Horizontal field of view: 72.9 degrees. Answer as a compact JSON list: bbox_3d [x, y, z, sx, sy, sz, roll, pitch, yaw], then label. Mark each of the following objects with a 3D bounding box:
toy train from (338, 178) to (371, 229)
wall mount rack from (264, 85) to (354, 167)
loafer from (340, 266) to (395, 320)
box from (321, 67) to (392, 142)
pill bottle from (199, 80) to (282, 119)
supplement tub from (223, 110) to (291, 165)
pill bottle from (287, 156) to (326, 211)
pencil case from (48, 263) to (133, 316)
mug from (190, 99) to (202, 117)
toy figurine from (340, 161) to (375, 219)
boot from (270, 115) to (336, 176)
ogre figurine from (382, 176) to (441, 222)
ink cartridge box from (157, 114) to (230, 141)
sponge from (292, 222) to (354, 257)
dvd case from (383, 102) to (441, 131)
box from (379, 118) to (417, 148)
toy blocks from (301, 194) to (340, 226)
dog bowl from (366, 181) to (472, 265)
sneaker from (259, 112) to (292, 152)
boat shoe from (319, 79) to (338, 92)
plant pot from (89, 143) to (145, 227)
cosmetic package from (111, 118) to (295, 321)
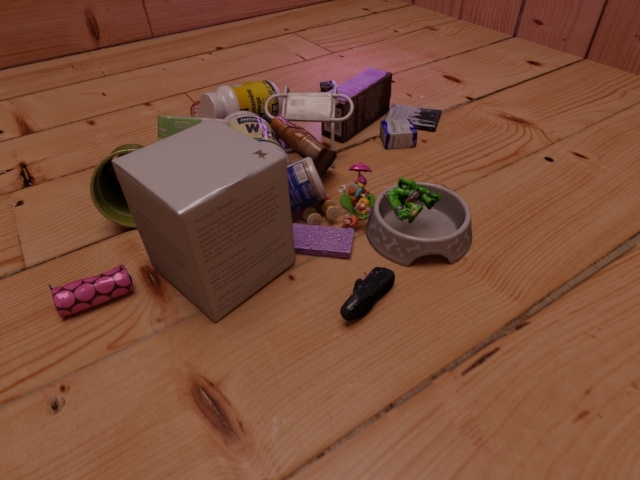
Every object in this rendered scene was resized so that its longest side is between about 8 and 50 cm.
[{"bbox_3d":[0.101,-0.120,1.435,0.125,0.046,0.167,-19,76,35],"label":"toy train"},{"bbox_3d":[-0.043,-0.457,1.716,0.349,0.130,0.305,3,81,7],"label":"wall mount rack"},{"bbox_3d":[0.123,0.145,1.213,0.078,0.076,0.223,25,44,33],"label":"loafer"},{"bbox_3d":[0.165,-0.617,1.952,0.143,0.191,0.381,29,50,29],"label":"box"},{"bbox_3d":[-0.350,-0.596,1.915,0.333,0.188,0.188,-23,45,-35],"label":"pill bottle"},{"bbox_3d":[-0.258,-0.322,1.614,0.235,0.236,0.325,-15,44,-14],"label":"supplement tub"},{"bbox_3d":[-0.126,-0.167,1.468,0.264,0.153,0.153,-21,43,5],"label":"pill bottle"},{"bbox_3d":[-0.651,0.137,1.243,0.209,0.095,0.098,-18,24,-20],"label":"pencil case"},{"bbox_3d":[-0.517,-0.547,1.966,0.150,0.113,0.169,-9,46,-5],"label":"mug"},{"bbox_3d":[0.135,-0.187,1.507,0.129,0.159,0.173,-3,43,-1],"label":"toy figurine"},{"bbox_3d":[-0.064,-0.346,1.599,0.220,0.109,0.283,37,9,12],"label":"boot"},{"bbox_3d":[0.279,-0.132,1.341,0.197,0.097,0.118,-37,64,-18],"label":"ogre figurine"},{"bbox_3d":[-0.418,-0.224,1.433,0.207,0.354,0.119,-8,21,-36],"label":"ink cartridge box"},{"bbox_3d":[0.000,0.000,1.403,0.209,0.031,0.117,6,43,8],"label":"sponge"},{"bbox_3d":[0.429,-0.575,2.014,0.238,0.030,0.179,12,45,16],"label":"dvd case"},{"bbox_3d":[0.333,-0.458,1.860,0.137,0.072,0.126,-5,42,-2],"label":"box"},{"bbox_3d":[-0.011,-0.113,1.511,0.123,0.054,0.148,-21,34,-8],"label":"toy blocks"},{"bbox_3d":[0.324,-0.066,1.411,0.348,0.102,0.349,-1,43,1],"label":"dog bowl"},{"bbox_3d":[-0.211,-0.463,1.832,0.292,0.146,0.102,6,43,9],"label":"sneaker"},{"bbox_3d":[0.044,-0.772,2.225,0.083,0.065,0.183,-7,36,-3],"label":"boat shoe"},{"bbox_3d":[-0.656,-0.224,1.531,0.275,0.276,0.254,-17,34,-16],"label":"plant pot"},{"bbox_3d":[-0.301,-0.065,1.220,0.327,0.394,0.329,32,52,32],"label":"cosmetic package"}]
